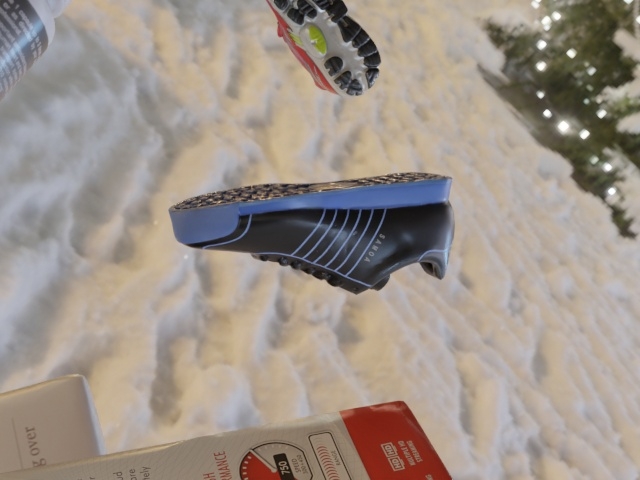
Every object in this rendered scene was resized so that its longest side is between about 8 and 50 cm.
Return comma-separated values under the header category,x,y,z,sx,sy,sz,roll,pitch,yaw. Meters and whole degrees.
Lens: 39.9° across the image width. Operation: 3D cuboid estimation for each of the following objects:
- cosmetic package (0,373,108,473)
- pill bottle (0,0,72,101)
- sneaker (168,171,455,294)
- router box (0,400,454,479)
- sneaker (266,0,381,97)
category,x,y,z,sx,sy,sz,roll,pitch,yaw
cosmetic package,-0.337,0.360,0.721,0.394,0.327,0.329,-13,61,-16
pill bottle,-0.369,-0.204,0.869,0.161,0.161,0.283,37,67,-10
sneaker,0.000,0.000,0.694,0.232,0.090,0.081,-6,12,-15
router box,-0.042,0.226,0.365,0.301,0.082,0.335,-8,31,-16
sneaker,-0.032,-0.305,1.169,0.118,0.107,0.279,16,-38,57
